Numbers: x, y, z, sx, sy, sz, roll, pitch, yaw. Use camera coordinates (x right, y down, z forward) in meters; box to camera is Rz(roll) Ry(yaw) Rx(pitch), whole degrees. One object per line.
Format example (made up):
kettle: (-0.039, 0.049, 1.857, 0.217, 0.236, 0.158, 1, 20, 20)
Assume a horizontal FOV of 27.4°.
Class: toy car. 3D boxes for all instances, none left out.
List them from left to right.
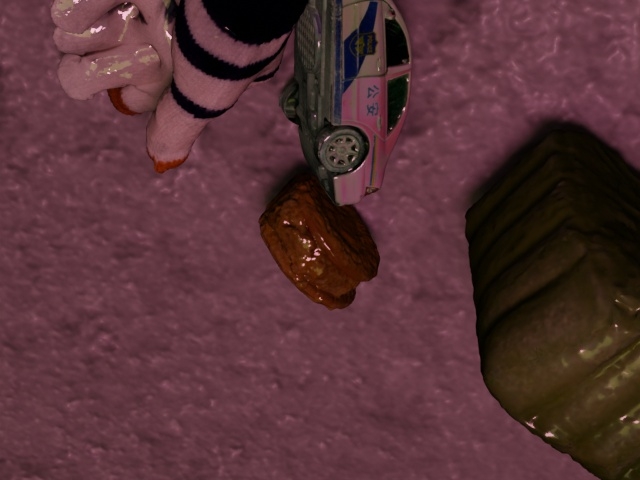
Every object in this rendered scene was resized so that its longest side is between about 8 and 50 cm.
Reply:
toy car: (0.019, -0.136, 0.892, 0.076, 0.090, 0.224, -9, 122, -15)

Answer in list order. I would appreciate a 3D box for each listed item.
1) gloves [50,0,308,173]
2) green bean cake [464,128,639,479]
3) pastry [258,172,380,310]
gloves: (-0.091, -0.142, 0.893, 0.140, 0.131, 0.218, 53, 155, -5)
green bean cake: (0.211, 0.057, 0.886, 0.222, 0.248, 0.125, 37, 120, -18)
pastry: (0.000, 0.000, 0.976, 0.057, 0.097, 0.109, -42, 141, 18)
